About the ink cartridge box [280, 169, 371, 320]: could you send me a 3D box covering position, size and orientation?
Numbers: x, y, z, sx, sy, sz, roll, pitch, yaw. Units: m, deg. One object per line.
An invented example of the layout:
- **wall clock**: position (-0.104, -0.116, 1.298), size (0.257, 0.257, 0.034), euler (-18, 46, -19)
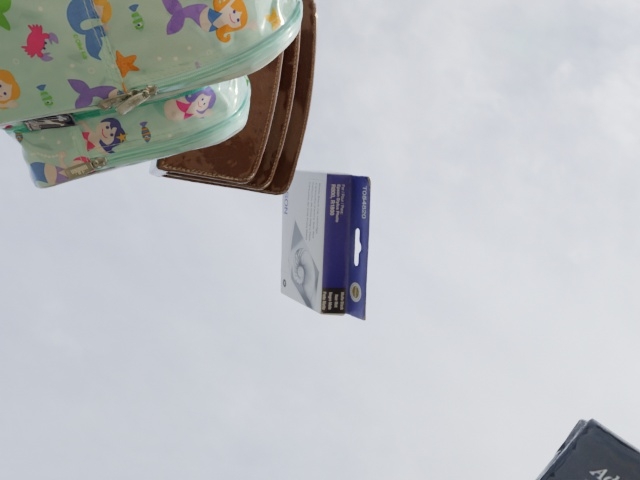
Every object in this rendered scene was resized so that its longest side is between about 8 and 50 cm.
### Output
- **ink cartridge box**: position (0.000, 0.000, 1.045), size (0.045, 0.224, 0.223), euler (-2, -82, -28)

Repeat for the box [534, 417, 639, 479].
- **box**: position (0.246, 0.478, 0.439), size (0.472, 0.480, 0.297), euler (-41, -40, -19)

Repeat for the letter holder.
- **letter holder**: position (-0.095, -0.221, 0.874), size (0.215, 0.152, 0.301), euler (8, -90, -18)

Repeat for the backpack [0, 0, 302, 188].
- **backpack**: position (-0.139, -0.165, 0.482), size (0.254, 0.225, 0.191), euler (-20, -57, 4)
